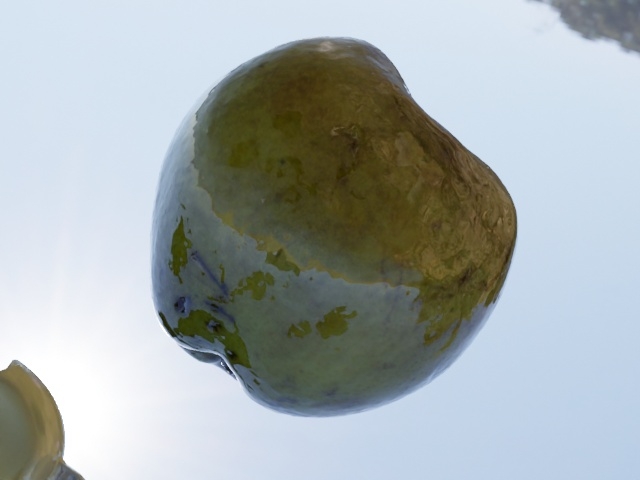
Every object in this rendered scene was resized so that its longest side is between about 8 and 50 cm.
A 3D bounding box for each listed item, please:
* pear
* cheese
[{"bbox_3d":[0.000,0.000,1.036,0.304,0.304,0.304,15,-159,-6],"label":"pear"},{"bbox_3d":[-0.317,0.238,1.273,0.249,0.163,0.071,54,180,10],"label":"cheese"}]
